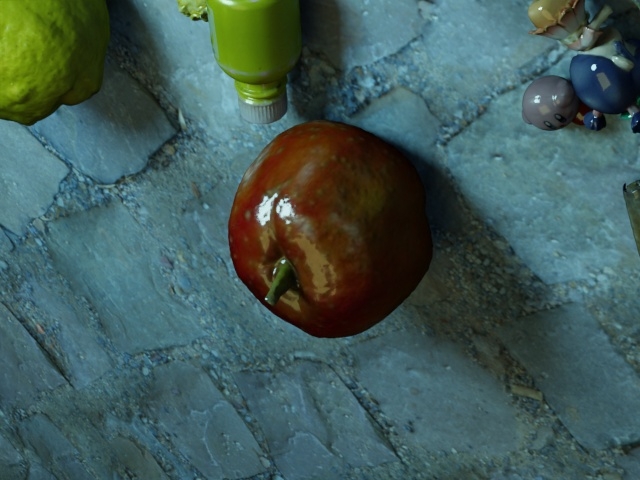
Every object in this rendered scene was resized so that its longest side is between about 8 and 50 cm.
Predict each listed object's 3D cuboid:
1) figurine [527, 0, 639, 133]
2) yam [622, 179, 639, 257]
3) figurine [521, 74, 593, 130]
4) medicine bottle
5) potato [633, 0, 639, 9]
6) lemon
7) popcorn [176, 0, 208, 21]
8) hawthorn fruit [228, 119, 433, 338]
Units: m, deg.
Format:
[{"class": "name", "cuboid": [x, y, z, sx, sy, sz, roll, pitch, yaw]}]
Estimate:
[{"class": "figurine", "cuboid": [0.309, -0.212, 1.467, 0.195, 0.102, 0.111, 45, 175, -12]}, {"class": "yam", "cuboid": [0.431, 0.033, 1.641, 0.046, 0.046, 0.264, 2, 128, 38]}, {"class": "figurine", "cuboid": [0.276, -0.164, 1.563, 0.083, 0.071, 0.067, -21, 70, 40]}, {"class": "medicine bottle", "cuboid": [-0.084, -0.258, 1.725, 0.122, 0.122, 0.212, 20, 137, 24]}, {"class": "potato", "cuboid": [0.330, -0.327, 1.370, 0.120, 0.100, 0.261, -44, 78, 14]}, {"class": "lemon", "cuboid": [-0.454, -0.322, 1.856, 0.285, 0.285, 0.316, -19, 94, 47]}, {"class": "popcorn", "cuboid": [-0.160, -0.334, 1.768, 0.083, 0.057, 0.082, 30, 134, 18]}, {"class": "hawthorn fruit", "cuboid": [0.000, 0.000, 1.743, 0.287, 0.330, 0.287, 13, 124, 20]}]
